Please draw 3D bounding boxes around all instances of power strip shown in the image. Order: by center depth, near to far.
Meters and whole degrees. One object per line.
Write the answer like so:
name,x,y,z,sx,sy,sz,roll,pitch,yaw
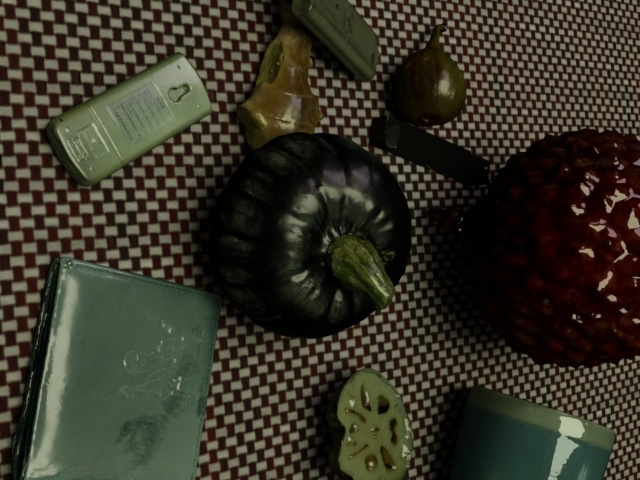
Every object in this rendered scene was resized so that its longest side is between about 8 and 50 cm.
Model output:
power strip,0.018,-0.338,1.267,0.268,0.034,0.092,30,57,-56

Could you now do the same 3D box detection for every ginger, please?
ginger,-0.038,-0.247,1.257,0.131,0.086,0.294,24,67,-16

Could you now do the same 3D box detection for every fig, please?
fig,0.196,-0.301,1.422,0.124,0.124,0.236,34,55,-30

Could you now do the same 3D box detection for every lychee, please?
lychee,0.423,0.016,1.391,0.424,0.500,0.424,12,90,-76

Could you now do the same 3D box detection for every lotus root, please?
lotus root,0.059,0.302,1.293,0.203,0.078,0.183,49,47,-32

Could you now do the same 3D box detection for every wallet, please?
wallet,-0.253,0.185,1.079,0.251,0.054,0.290,20,70,-39

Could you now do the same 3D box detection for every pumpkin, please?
pumpkin,0.000,0.000,1.136,0.296,0.296,0.295,3,85,-37

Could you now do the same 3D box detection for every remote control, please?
remote control,-0.251,-0.164,1.113,0.233,0.038,0.098,-39,110,-33

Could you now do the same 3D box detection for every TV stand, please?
TV stand,0.195,-0.153,1.447,0.257,0.040,0.048,17,77,-35

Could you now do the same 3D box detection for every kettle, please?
kettle,0.340,0.451,1.417,0.319,0.247,0.342,31,75,-59
